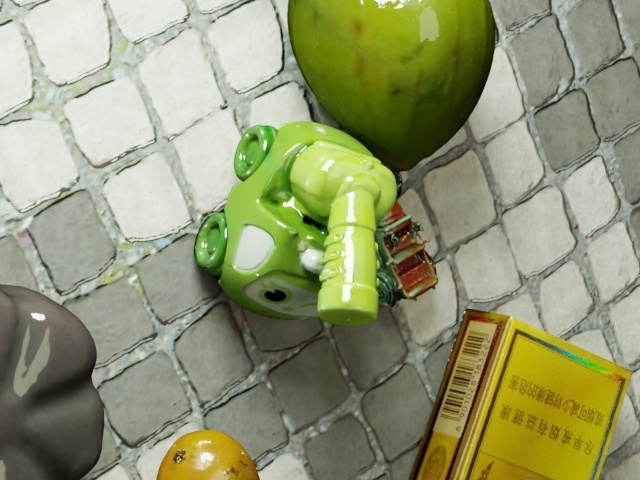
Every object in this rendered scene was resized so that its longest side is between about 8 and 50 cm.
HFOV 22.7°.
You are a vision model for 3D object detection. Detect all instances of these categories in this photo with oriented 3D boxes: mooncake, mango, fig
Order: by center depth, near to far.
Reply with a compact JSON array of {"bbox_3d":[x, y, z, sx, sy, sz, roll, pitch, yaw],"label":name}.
[{"bbox_3d":[-0.302,0.141,1.344,0.245,0.133,0.245,-8,102,-38],"label":"mooncake"},{"bbox_3d":[-0.096,0.255,1.508,0.105,0.084,0.159,-37,112,-19],"label":"mango"},{"bbox_3d":[0.066,-0.171,1.522,0.203,0.203,0.225,-8,110,-32],"label":"fig"}]

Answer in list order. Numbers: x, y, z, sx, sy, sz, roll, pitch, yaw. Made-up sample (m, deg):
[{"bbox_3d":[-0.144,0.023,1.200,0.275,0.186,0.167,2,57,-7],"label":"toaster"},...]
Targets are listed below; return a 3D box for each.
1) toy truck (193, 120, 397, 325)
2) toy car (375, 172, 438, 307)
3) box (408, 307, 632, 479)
[{"bbox_3d":[-0.002,-0.017,1.477,0.148,0.210,0.187,19,81,-30],"label":"toy truck"},{"bbox_3d":[0.071,-0.008,1.615,0.073,0.054,0.143,-29,107,-26],"label":"toy car"},{"bbox_3d":[0.200,0.246,1.697,0.193,0.084,0.301,24,80,-31],"label":"box"}]
